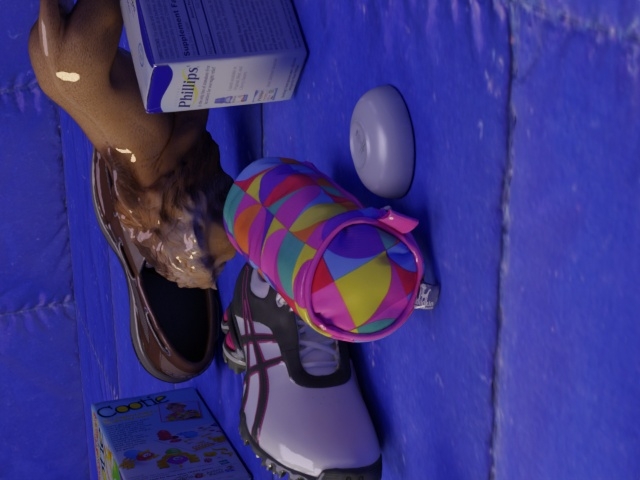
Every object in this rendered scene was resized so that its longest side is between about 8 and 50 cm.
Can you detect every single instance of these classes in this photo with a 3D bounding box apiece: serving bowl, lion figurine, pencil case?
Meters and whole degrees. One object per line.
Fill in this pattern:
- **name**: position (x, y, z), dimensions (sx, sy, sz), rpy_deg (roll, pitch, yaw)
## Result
- **serving bowl**: position (0.040, -0.071, 0.933), dimensions (0.083, 0.027, 0.083), rpy_deg (173, 90, -72)
- **lion figurine**: position (-0.191, -0.139, 1.232), dimensions (0.392, 0.142, 0.240), rpy_deg (47, -138, -39)
- **pencil case**: position (0.000, 0.000, 0.969), dimensions (0.236, 0.104, 0.104), rpy_deg (-146, 51, -65)

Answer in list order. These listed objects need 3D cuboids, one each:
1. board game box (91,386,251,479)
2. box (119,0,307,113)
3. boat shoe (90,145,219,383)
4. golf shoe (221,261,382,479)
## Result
- **board game box**: position (-0.188, 0.308, 1.596), dimensions (0.275, 0.144, 0.142), rpy_deg (-139, 44, -65)
- **box**: position (-0.097, -0.187, 1.123), dimensions (0.072, 0.137, 0.126), rpy_deg (115, 144, -57)
- **boat shoe**: position (-0.184, 0.009, 1.530), dimensions (0.120, 0.122, 0.324), rpy_deg (-16, 90, 67)
- **golf shoe**: position (-0.020, 0.097, 1.072), dimensions (0.273, 0.105, 0.120), rpy_deg (-122, 37, -51)
